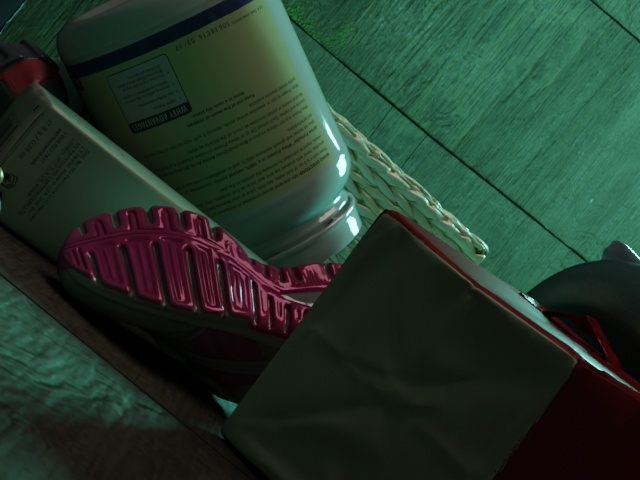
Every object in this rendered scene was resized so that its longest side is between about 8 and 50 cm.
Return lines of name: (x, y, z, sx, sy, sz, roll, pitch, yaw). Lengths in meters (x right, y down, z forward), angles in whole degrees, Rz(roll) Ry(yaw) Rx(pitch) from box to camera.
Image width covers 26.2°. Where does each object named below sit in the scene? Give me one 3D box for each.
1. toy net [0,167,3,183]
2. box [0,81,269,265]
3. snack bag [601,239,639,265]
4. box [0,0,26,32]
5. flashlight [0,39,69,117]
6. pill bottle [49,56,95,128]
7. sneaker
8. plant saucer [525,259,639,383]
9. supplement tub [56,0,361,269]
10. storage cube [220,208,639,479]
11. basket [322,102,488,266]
toy net: (-0.260, -0.061, 0.877, 0.122, 0.045, 0.232, 37, 0, -22)
box: (-0.140, 0.001, 1.071, 0.275, 0.094, 0.113, 40, 1, -23)
snack bag: (0.293, 0.201, 1.029, 0.323, 0.037, 0.342, 45, -38, 49)
box: (-0.439, -0.367, 0.875, 0.472, 0.297, 0.480, 42, 1, 17)
flashlight: (-0.241, -0.086, 1.348, 0.304, 0.103, 0.103, 42, -30, 33)
pill bottle: (-0.268, -0.120, 1.562, 0.108, 0.108, 0.193, 40, 0, 31)
sneaker: (-0.072, 0.062, 0.983, 0.252, 0.111, 0.103, 20, 37, -19)
plant saucer: (0.198, 0.173, 1.022, 0.044, 0.317, 0.317, 1, 23, -32)
supplement tub: (-0.110, -0.122, 1.463, 0.324, 0.235, 0.235, 65, -7, -15)
storage cube: (0.091, 0.122, 0.896, 0.184, 0.215, 0.193, 41, 7, 38)
basket: (0.000, 0.000, 1.821, 0.331, 0.266, 0.328, 41, -1, -15)
